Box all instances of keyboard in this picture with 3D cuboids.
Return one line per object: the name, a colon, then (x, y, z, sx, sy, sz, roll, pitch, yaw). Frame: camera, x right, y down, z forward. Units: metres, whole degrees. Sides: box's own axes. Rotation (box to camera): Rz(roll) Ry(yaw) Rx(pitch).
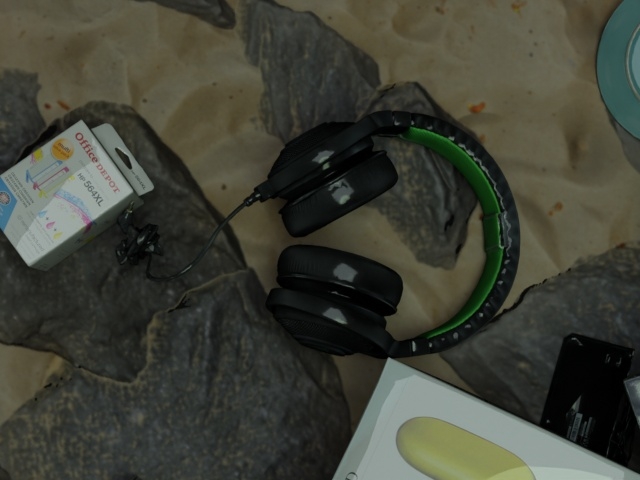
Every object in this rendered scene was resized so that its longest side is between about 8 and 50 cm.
keyboard: (0.277, 0.199, 1.171, 0.100, 0.038, 0.192, 15, 85, 22)

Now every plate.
plate: (0.381, -0.185, 1.175, 0.188, 0.024, 0.188, 1, 94, 16)

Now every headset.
headset: (0.000, 0.000, 1.139, 0.394, 0.185, 0.243, -1, 83, -18)

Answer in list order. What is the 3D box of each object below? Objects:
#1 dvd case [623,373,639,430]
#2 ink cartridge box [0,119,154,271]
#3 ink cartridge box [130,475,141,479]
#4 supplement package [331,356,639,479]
dvd case: (0.383, 0.204, 1.009, 0.164, 0.018, 0.221, -19, 87, 6)
ink cartridge box: (-0.248, -0.049, 1.133, 0.143, 0.090, 0.092, -36, 87, -4)
ink cartridge box: (-0.208, 0.338, 1.111, 0.175, 0.072, 0.127, -41, 89, -6)
supplement package: (0.144, 0.253, 1.052, 0.262, 0.198, 0.199, 25, 86, 9)
